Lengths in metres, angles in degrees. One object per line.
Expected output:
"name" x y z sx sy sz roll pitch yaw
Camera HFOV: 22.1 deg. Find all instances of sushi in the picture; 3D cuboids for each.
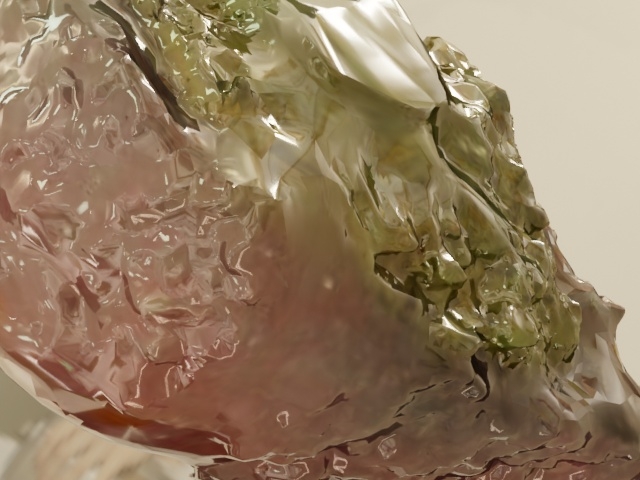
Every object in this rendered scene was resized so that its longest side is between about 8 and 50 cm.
"sushi" -0.009 0.004 0.428 0.107 0.241 0.161 -36 1 31
